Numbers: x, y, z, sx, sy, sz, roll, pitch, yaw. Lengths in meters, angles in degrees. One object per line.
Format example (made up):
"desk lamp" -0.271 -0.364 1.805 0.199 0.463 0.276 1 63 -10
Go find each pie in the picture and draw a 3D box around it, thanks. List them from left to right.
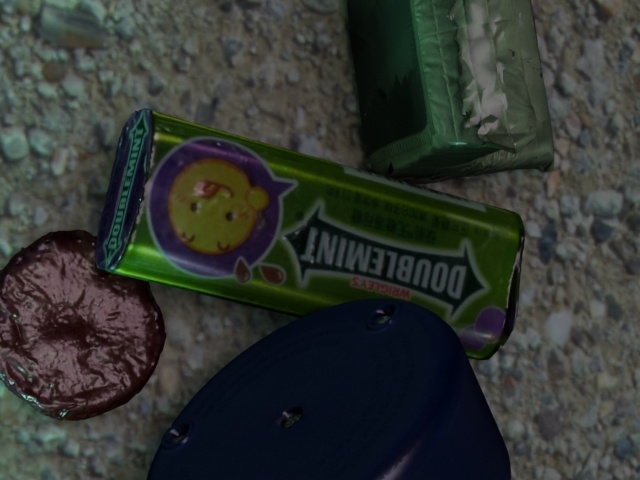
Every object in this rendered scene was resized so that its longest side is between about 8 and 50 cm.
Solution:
"pie" -0.194 0.067 1.388 0.154 0.036 0.154 3 80 -18

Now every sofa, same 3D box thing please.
"sofa" 0.136 -0.156 1.438 0.176 0.225 0.210 -6 83 -17

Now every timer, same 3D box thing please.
"timer" 0.069 0.266 1.359 0.270 0.270 0.383 -44 118 -19

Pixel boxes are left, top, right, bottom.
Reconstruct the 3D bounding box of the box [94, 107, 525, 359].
"box" 0.000 0.000 1.417 0.346 0.097 0.134 15 81 -24
